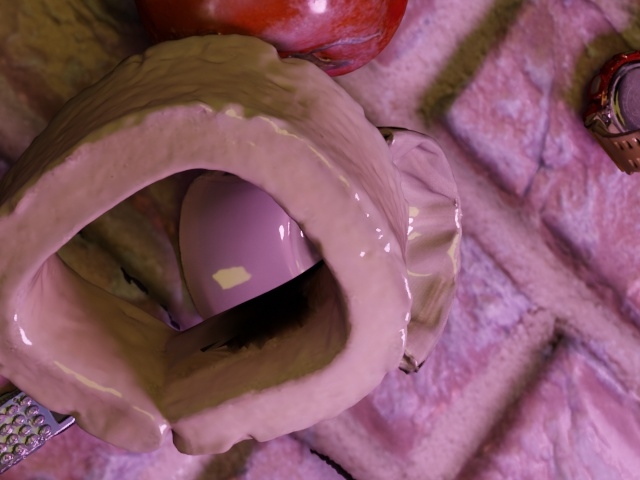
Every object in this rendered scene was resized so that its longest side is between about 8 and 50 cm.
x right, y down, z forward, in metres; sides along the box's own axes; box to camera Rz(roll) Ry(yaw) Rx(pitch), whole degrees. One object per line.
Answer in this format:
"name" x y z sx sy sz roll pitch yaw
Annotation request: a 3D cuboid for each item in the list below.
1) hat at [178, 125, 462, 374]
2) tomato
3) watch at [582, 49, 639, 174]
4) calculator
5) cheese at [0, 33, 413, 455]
"hat" 0.000 0.000 1.519 0.226 0.164 0.220 2 108 14
"tomato" -0.039 -0.224 1.427 0.232 0.232 0.189 -10 75 -24
"watch" 0.345 -0.131 1.574 0.165 0.268 0.102 -45 105 -10
"calculator" -0.245 0.148 1.435 0.172 0.018 0.057 -34 103 -23
"cheese" -0.101 0.017 1.348 0.332 0.153 0.292 -27 114 18
